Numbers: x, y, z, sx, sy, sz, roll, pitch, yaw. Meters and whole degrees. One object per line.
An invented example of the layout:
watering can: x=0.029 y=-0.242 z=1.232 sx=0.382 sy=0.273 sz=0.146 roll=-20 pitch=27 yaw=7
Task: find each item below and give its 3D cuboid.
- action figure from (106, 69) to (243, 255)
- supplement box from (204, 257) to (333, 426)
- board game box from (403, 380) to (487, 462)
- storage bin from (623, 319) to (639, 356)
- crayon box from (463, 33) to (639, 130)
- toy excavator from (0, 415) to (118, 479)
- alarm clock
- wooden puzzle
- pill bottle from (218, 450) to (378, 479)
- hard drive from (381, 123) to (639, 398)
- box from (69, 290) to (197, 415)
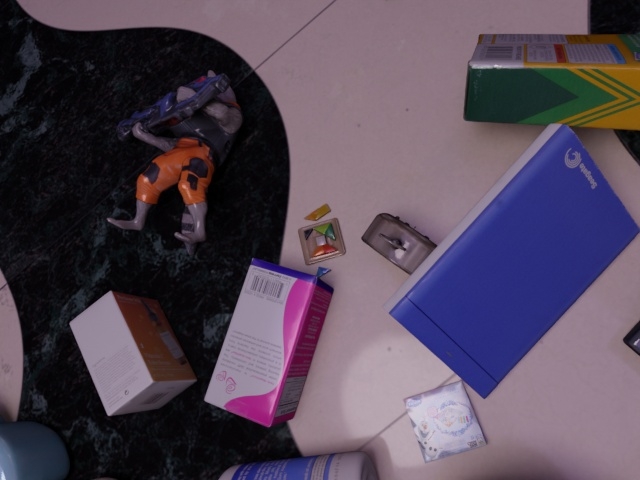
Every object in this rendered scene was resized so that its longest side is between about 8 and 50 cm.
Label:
action figure: x=-0.256 y=-0.158 z=0.878 sx=0.341 sy=0.178 sz=0.330 roll=5 pitch=68 yaw=45
supplement box: x=-0.073 y=0.155 z=0.734 sx=0.111 sy=0.114 sz=0.220 roll=15 pitch=79 yaw=19
board game box: x=0.177 y=0.258 z=0.682 sx=0.090 sy=0.020 sz=0.090 roll=-22 pitch=71 yaw=10
storage bin: x=0.462 y=0.136 z=0.596 sx=0.135 sy=0.098 sz=0.091 roll=45 pitch=102 yaw=22
crayon box: x=0.375 y=-0.225 z=0.657 sx=0.323 sy=0.083 sz=0.203 roll=8 pitch=34 yaw=19
toy excavator: x=-0.460 y=0.419 z=0.744 sx=0.445 sy=0.222 sz=0.433 roll=-26 pitch=71 yaw=0
alarm clock: x=0.120 y=0.009 z=0.671 sx=0.129 sy=0.192 sz=0.064 roll=37 pitch=98 yaw=21
wooden puzzle: x=0.000 y=0.000 z=0.805 sx=0.078 sy=0.014 sz=0.116 roll=-24 pitch=71 yaw=9
pill bottle: x=-0.059 y=0.381 z=0.649 sx=0.272 sy=0.152 sz=0.152 roll=-12 pitch=73 yaw=14
hard drive: x=0.261 y=0.036 z=0.636 sx=0.210 sy=0.040 sz=0.319 roll=42 pitch=90 yaw=-22
box: x=-0.305 y=0.184 z=0.785 sx=0.091 sy=0.130 sz=0.170 roll=-37 pitch=69 yaw=5
